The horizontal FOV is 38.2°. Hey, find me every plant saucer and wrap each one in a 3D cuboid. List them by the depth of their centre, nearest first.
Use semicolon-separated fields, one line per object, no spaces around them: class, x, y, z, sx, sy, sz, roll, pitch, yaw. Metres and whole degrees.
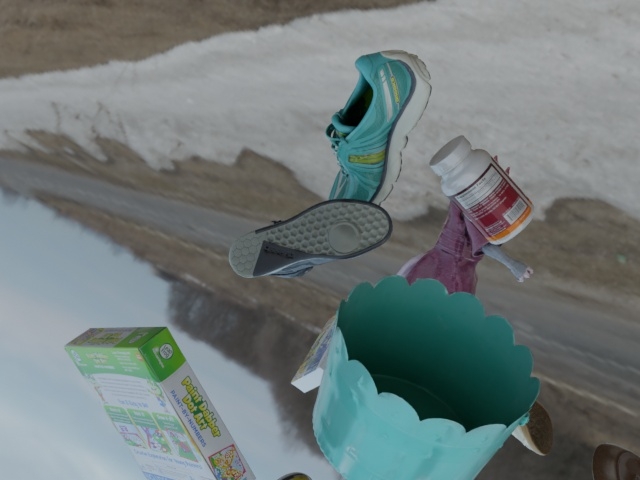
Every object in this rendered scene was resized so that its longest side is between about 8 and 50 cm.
plant saucer;0.592;0.472;1.749;0.199;0.198;0.036;33;131;-25

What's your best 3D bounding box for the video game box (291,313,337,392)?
video game box;0.025;0.232;2.031;0.048;0.187;0.205;37;154;-5

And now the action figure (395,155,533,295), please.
action figure;0.266;0.005;1.792;0.276;0.370;0.248;16;-165;1

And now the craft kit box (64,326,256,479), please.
craft kit box;-0.228;0.234;1.277;0.250;0.061;0.246;-7;118;53

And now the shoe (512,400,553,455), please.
shoe;0.396;0.341;1.829;0.058;0.076;0.219;0;132;51

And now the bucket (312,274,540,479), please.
bucket;0.128;0.198;1.220;0.281;0.183;0.281;13;-145;-10

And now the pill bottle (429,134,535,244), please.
pill bottle;0.228;-0.074;1.316;0.152;0.086;0.086;46;169;-13

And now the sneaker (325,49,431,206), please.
sneaker;0.054;-0.143;1.282;0.110;0.275;0.107;-2;-142;-28

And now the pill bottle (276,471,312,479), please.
pill bottle;-0.020;0.506;1.638;0.103;0.103;0.184;36;-174;-42

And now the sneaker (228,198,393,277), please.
sneaker;-0.001;-0.002;1.308;0.226;0.086;0.163;-13;175;11
